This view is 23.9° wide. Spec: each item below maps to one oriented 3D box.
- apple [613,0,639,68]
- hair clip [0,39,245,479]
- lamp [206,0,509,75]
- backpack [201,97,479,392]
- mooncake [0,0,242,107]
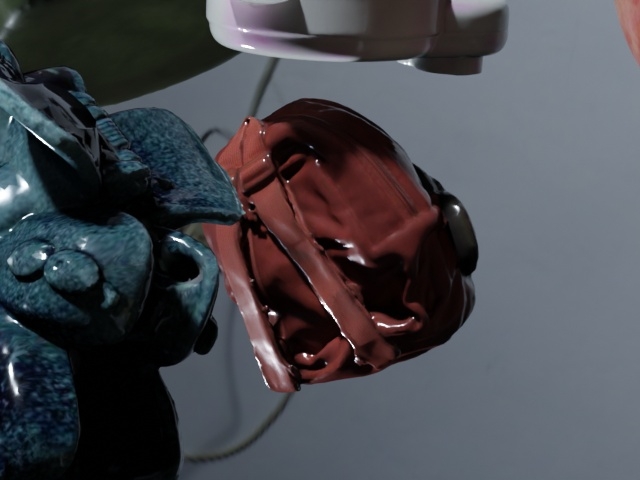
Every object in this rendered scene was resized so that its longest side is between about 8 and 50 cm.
[{"bbox_3d":[0.331,-0.201,0.900,0.345,0.269,0.345,-2,74,7],"label":"apple"},{"bbox_3d":[-0.168,0.006,0.865,0.206,0.194,0.310,-49,58,16],"label":"hair clip"},{"bbox_3d":[0.027,-0.184,1.120,0.246,0.179,0.108,3,107,-22],"label":"lamp"},{"bbox_3d":[0.002,-0.001,1.144,0.229,0.139,0.229,24,129,33],"label":"backpack"},{"bbox_3d":[-0.197,-0.283,1.491,0.356,0.356,0.194,-31,75,28],"label":"mooncake"}]
